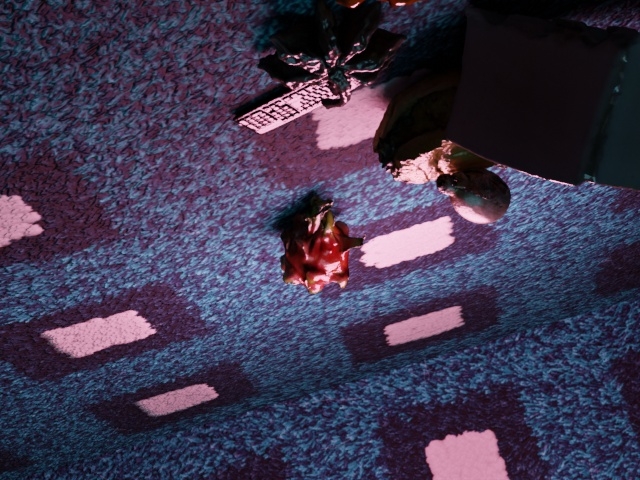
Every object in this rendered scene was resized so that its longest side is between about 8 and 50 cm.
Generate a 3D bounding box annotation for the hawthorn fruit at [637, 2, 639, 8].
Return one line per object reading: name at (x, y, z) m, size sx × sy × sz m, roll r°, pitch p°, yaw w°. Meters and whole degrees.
hawthorn fruit at (0.564, -0.349, 1.791) m, size 0.250 × 0.215 × 0.215 m, roll -17°, pitch 160°, yaw 11°

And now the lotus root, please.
lotus root at (0.250, -0.075, 2.091) m, size 0.088 × 0.088 × 0.165 m, roll -28°, pitch 151°, yaw 30°

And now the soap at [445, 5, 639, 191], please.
soap at (0.438, -0.184, 1.867) m, size 0.435 × 0.212 × 0.350 m, roll 5°, pitch -171°, yaw -36°

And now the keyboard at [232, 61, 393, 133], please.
keyboard at (-0.010, -0.223, 1.966) m, size 0.251 × 0.017 × 0.087 m, roll -25°, pitch 156°, yaw 22°

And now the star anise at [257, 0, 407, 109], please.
star anise at (0.018, -0.249, 1.816) m, size 0.209 × 0.089 × 0.231 m, roll -15°, pitch 149°, yaw 20°

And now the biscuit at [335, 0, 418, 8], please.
biscuit at (0.125, -0.394, 1.491) m, size 0.312 × 0.110 × 0.318 m, roll -20°, pitch 157°, yaw 9°

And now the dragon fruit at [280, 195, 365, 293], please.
dragon fruit at (0.004, 0.002, 2.410) m, size 0.137 × 0.135 × 0.236 m, roll 1°, pitch 137°, yaw -24°

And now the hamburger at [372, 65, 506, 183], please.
hamburger at (0.232, -0.192, 2.052) m, size 0.309 × 0.132 × 0.211 m, roll -7°, pitch 158°, yaw -22°
